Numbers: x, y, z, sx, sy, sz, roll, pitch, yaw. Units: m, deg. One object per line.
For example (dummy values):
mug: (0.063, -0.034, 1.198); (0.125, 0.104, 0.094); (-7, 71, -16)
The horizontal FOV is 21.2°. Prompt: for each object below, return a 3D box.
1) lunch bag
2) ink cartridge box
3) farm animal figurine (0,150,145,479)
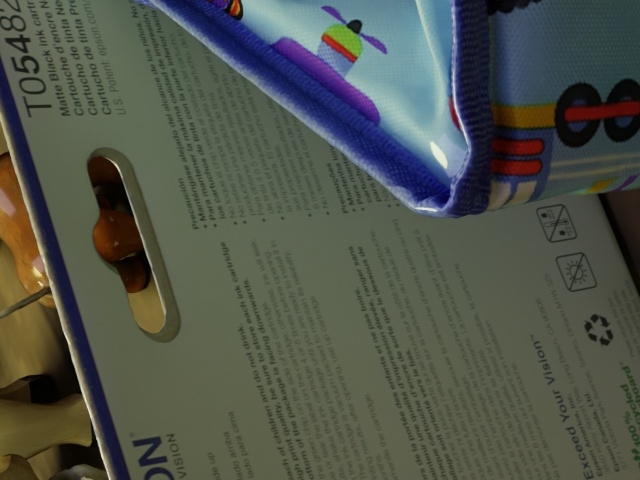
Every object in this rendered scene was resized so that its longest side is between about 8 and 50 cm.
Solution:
lunch bag: (0.031, -0.118, 0.495); (0.293, 0.221, 0.138); (26, 116, 48)
ink cartridge box: (0.000, 0.000, 0.556); (0.045, 0.224, 0.223); (-39, 64, 49)
farm animal figurine: (-0.220, 0.093, 0.908); (0.330, 0.172, 0.326); (-26, 75, 52)
